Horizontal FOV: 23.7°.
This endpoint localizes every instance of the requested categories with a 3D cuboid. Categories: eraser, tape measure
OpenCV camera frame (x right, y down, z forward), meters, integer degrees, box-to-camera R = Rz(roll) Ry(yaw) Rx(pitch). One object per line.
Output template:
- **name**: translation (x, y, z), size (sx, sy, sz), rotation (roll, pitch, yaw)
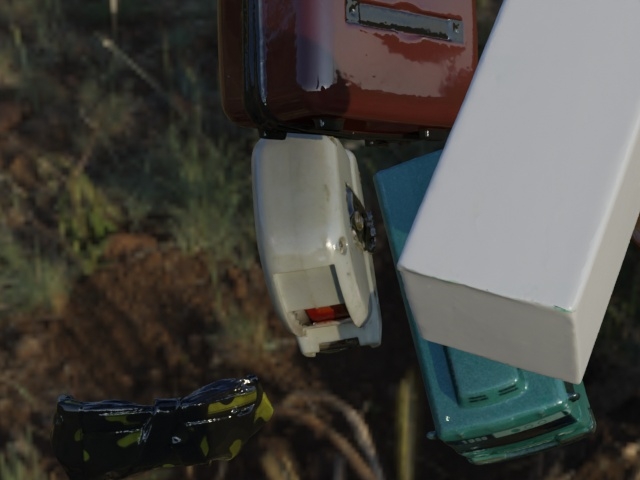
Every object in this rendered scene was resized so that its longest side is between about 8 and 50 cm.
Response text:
- **eraser**: translation (0.124, -0.089, 0.681), size (0.076, 0.078, 0.298), rotation (15, 66, 19)
- **tape measure**: translation (0.000, 0.000, 1.914), size (0.130, 0.258, 0.265), rotation (-8, -14, 9)

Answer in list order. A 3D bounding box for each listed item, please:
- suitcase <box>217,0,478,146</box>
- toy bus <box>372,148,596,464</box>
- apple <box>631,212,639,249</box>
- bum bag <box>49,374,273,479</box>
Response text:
- **suitcase**: translation (0.034, -0.225, 1.639), size (0.161, 0.236, 0.297), rotation (-5, -3, 43)
- **toy bus**: translation (0.138, 0.053, 1.290), size (0.128, 0.256, 0.147), rotation (-18, -17, 16)
- **apple**: translation (0.279, -0.049, 1.030), size (0.199, 0.199, 0.199), rotation (1, 25, 0)
- **bum bag**: translation (-0.153, 0.186, 1.501), size (0.233, 0.106, 0.060), rotation (-4, 30, -25)
